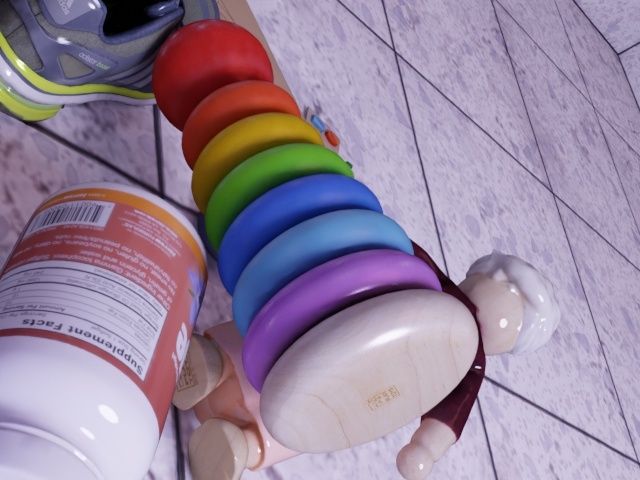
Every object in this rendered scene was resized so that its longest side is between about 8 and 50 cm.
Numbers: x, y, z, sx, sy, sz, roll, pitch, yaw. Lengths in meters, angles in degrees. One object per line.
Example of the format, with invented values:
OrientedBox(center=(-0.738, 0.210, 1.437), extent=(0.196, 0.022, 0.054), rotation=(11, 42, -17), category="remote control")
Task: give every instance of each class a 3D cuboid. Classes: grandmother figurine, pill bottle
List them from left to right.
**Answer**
OrientedBox(center=(-0.141, 0.073, 0.596), extent=(0.121, 0.121, 0.216), rotation=(48, 31, -26), category="pill bottle")
OrientedBox(center=(0.050, 0.076, 0.808), extent=(0.342, 0.104, 0.208), rotation=(-12, 87, -34), category="grandmother figurine")

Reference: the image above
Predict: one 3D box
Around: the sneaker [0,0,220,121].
OrientedBox(center=(-0.144, -0.169, 0.818), extent=(0.111, 0.121, 0.300), rotation=(59, 27, -6), category="sneaker")

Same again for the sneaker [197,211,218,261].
OrientedBox(center=(-0.057, -0.025, 0.904), extent=(0.053, 0.059, 0.144), rotation=(59, 28, -9), category="sneaker")

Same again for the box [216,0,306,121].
OrientedBox(center=(-0.095, -0.192, 1.039), extent=(0.201, 0.021, 0.164), rotation=(63, 27, 4), category="box")

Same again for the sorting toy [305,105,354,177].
OrientedBox(center=(0.012, -0.104, 1.150), extent=(0.083, 0.012, 0.062), rotation=(44, 31, -31), category="sorting toy")

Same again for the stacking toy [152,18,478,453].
OrientedBox(center=(-0.031, -0.030, 0.706), extent=(0.141, 0.141, 0.330), rotation=(22, 33, -52), category="stacking toy")
